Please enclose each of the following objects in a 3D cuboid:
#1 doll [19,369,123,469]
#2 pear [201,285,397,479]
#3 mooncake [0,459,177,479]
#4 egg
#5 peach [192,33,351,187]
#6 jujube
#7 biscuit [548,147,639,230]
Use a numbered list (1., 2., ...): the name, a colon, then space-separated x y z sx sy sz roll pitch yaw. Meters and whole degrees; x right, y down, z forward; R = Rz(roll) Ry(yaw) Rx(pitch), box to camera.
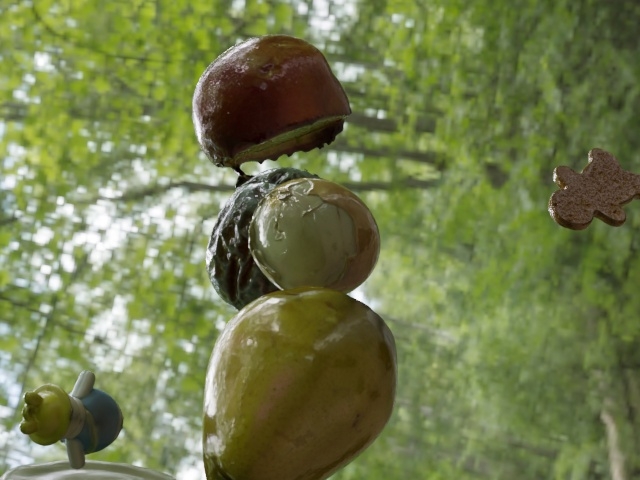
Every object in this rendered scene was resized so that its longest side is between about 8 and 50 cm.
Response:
1. doll: -0.388 0.277 1.733 0.135 0.099 0.241 -55 -25 1
2. pear: -0.031 0.227 1.559 0.285 0.285 0.336 45 -127 -66
3. mooncake: -0.390 0.515 1.883 0.378 0.378 0.200 -2 -80 -70
4. egg: 0.000 0.000 1.862 0.244 0.201 0.201 17 -98 -55
5. peach: -0.136 -0.344 2.764 0.406 0.310 0.335 -24 -12 -24
6. jujube: -0.097 0.014 2.188 0.215 0.246 0.308 -88 12 -59
7. biscuit: 0.514 -0.086 2.102 0.250 0.165 0.036 -34 -24 -38
